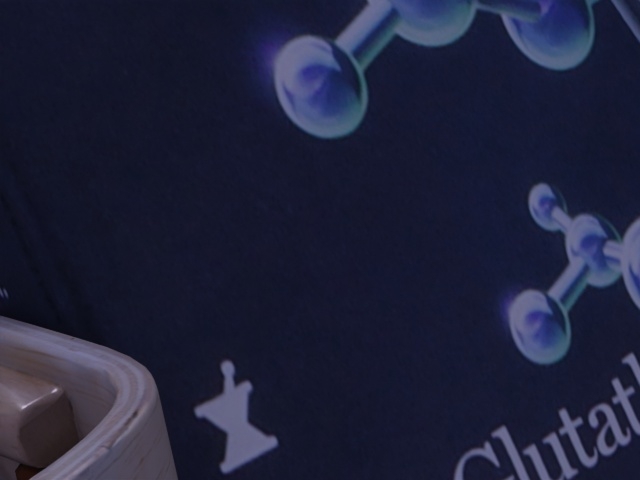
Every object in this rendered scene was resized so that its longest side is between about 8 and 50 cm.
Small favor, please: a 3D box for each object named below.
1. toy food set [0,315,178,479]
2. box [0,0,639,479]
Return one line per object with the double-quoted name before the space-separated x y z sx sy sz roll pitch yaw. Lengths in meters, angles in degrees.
"toy food set" -0.122 0.125 0.468 0.306 0.092 0.220 11 -62 48
"box" 0.000 0.000 0.573 0.212 0.293 0.395 -27 -92 54
